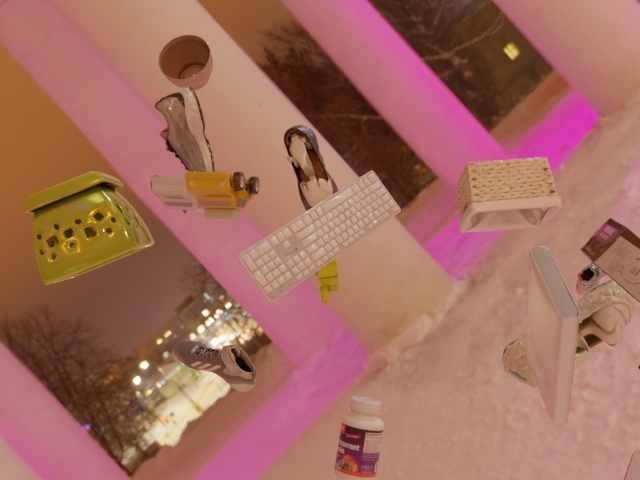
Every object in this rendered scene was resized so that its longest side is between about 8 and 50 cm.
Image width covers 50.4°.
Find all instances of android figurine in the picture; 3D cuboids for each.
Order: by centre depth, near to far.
[{"bbox_3d":[0.000,0.000,1.453,0.056,0.273,0.248,-6,-9,-1],"label":"android figurine"}]

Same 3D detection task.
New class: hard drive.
[{"bbox_3d":[0.461,0.192,1.369,0.040,0.308,0.203,-9,38,3],"label":"hard drive"}]

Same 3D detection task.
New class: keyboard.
[{"bbox_3d":[0.006,-0.012,0.895,0.256,0.072,0.014,-34,3,-34],"label":"keyboard"}]

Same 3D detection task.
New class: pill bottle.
[{"bbox_3d":[0.100,0.495,1.704,0.108,0.108,0.194,149,130,-83],"label":"pill bottle"}]

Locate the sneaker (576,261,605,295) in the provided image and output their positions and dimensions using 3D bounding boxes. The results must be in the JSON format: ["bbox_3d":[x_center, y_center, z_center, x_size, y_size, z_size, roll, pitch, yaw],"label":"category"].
[{"bbox_3d":[0.687,0.095,1.756,0.075,0.057,0.161,-11,-28,-17],"label":"sneaker"}]

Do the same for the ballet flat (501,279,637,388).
[{"bbox_3d":[0.641,0.238,1.662,0.409,0.147,0.147,-31,0,-6],"label":"ballet flat"}]

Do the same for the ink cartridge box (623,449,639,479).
[{"bbox_3d":[0.486,0.395,0.836,0.172,0.237,0.100,-52,-1,-31],"label":"ink cartridge box"}]

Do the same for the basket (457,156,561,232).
[{"bbox_3d":[0.342,-0.084,1.260,0.167,0.103,0.113,-3,-20,-2],"label":"basket"}]

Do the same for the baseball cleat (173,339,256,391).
[{"bbox_3d":[-0.228,0.252,1.491,0.072,0.206,0.109,-54,-17,-49],"label":"baseball cleat"}]

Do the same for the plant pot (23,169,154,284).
[{"bbox_3d":[-0.550,-0.039,1.603,0.228,0.207,0.227,-22,3,-2],"label":"plant pot"}]

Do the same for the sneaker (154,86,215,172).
[{"bbox_3d":[-0.309,-0.217,1.582,0.108,0.272,0.100,-15,27,-7],"label":"sneaker"}]

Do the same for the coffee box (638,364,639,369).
[{"bbox_3d":[0.685,0.281,1.137,0.119,0.297,0.168,-46,36,9],"label":"coffee box"}]

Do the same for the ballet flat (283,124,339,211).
[{"bbox_3d":[-0.017,-0.113,1.197,0.074,0.203,0.074,-19,-10,-4],"label":"ballet flat"}]

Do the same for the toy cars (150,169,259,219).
[{"bbox_3d":[-0.233,-0.085,1.343,0.176,0.087,0.393,3,1,-30],"label":"toy cars"}]

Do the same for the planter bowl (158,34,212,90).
[{"bbox_3d":[-0.398,-0.526,2.065,0.162,0.162,0.109,-42,-21,-9],"label":"planter bowl"}]

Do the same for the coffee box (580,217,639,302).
[{"bbox_3d":[0.683,0.076,1.423,0.098,0.246,0.141,-50,0,14],"label":"coffee box"}]
